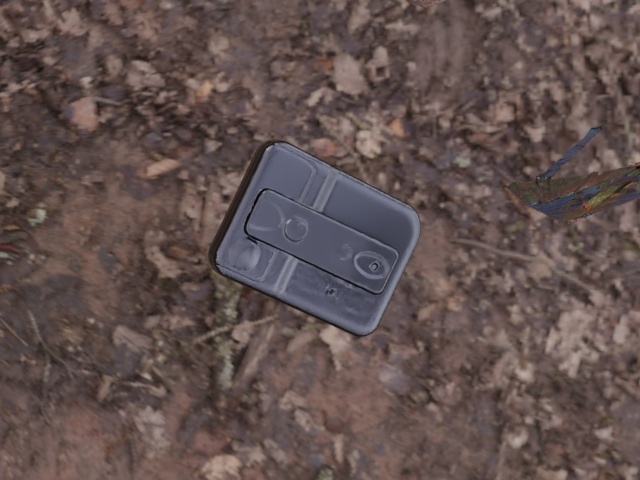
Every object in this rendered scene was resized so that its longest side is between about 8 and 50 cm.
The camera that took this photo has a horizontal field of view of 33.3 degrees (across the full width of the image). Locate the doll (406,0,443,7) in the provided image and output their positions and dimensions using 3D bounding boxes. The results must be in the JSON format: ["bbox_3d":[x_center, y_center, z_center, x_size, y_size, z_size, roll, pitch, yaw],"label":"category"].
[{"bbox_3d":[0.046,-0.399,1.175,0.156,0.303,0.201,-16,135,-61],"label":"doll"}]

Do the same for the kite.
[{"bbox_3d":[0.166,-0.038,0.548,0.183,0.160,0.010,-9,74,-20],"label":"kite"}]

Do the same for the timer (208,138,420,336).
[{"bbox_3d":[0.000,0.000,1.043,0.187,0.055,0.144,25,89,-20],"label":"timer"}]
